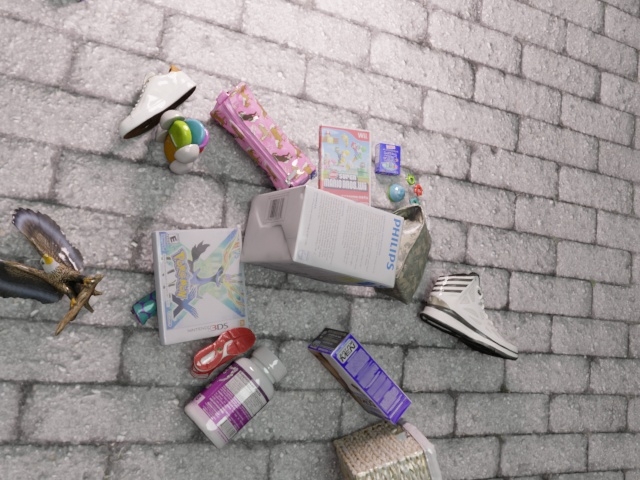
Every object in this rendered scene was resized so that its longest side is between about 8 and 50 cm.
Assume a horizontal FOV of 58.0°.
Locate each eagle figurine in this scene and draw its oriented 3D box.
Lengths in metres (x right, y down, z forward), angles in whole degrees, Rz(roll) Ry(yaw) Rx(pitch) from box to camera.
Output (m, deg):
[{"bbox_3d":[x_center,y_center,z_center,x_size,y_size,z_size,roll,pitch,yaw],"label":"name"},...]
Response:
[{"bbox_3d":[-0.736,0.076,1.552,0.298,0.225,0.226,29,28,8],"label":"eagle figurine"}]

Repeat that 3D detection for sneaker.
[{"bbox_3d":[-0.513,-0.417,1.724,0.123,0.106,0.290,45,61,-7],"label":"sneaker"},{"bbox_3d":[-0.309,0.346,1.771,0.221,0.128,0.087,-20,72,-40],"label":"sneaker"},{"bbox_3d":[0.605,0.269,2.180,0.447,0.169,0.257,30,76,-19],"label":"sneaker"}]

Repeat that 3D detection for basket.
[{"bbox_3d":[0.232,0.794,1.862,0.266,0.328,0.331,-17,94,-10],"label":"basket"}]

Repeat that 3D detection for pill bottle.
[{"bbox_3d":[-0.249,0.463,1.749,0.301,0.169,0.169,-42,104,-23],"label":"pill bottle"}]

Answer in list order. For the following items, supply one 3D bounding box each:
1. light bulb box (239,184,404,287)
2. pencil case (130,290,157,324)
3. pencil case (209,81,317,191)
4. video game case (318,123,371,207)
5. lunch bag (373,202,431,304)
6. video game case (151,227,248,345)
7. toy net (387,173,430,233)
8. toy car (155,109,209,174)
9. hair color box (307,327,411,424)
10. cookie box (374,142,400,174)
[{"bbox_3d":[0.000,0.000,1.783,0.361,0.358,0.225,16,80,-31],"label":"light bulb box"},{"bbox_3d":[-0.482,0.183,1.711,0.151,0.064,0.070,-35,140,-25],"label":"pencil case"},{"bbox_3d":[-0.182,-0.314,1.832,0.160,0.167,0.386,-46,103,-23],"label":"pencil case"},{"bbox_3d":[0.088,-0.257,2.041,0.204,0.025,0.285,3,85,-26],"label":"video game case"},{"bbox_3d":[0.282,0.035,1.994,0.287,0.169,0.235,-59,151,-17],"label":"lunch bag"},{"bbox_3d":[-0.356,0.130,1.745,0.300,0.036,0.329,-4,88,-44],"label":"video game case"},{"bbox_3d":[0.348,-0.125,2.152,0.122,0.045,0.232,-40,105,-25],"label":"toy net"},{"bbox_3d":[-0.400,-0.298,1.722,0.136,0.182,0.159,-22,81,-30],"label":"toy car"},{"bbox_3d":[0.129,0.448,1.926,0.110,0.185,0.339,-45,105,-20],"label":"hair color box"},{"bbox_3d":[0.246,-0.296,2.112,0.091,0.040,0.107,5,85,-25],"label":"cookie box"}]
